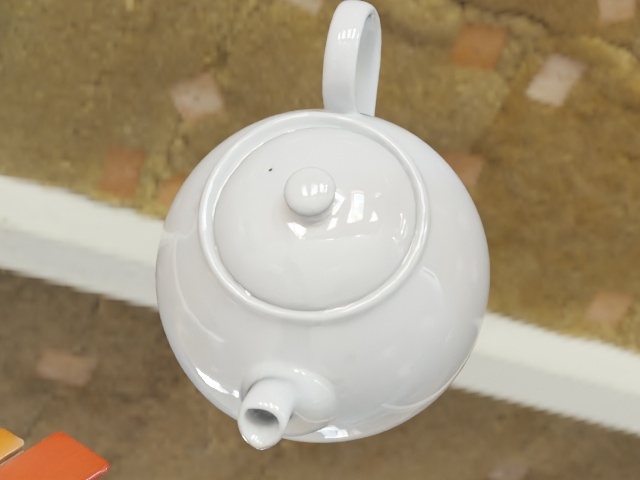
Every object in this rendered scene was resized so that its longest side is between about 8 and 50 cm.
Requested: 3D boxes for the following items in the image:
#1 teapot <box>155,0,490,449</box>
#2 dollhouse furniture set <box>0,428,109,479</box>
[{"bbox_3d":[0.000,0.000,1.215,0.252,0.256,0.187,-32,-25,-12],"label":"teapot"},{"bbox_3d":[-0.314,0.256,1.642,0.259,0.262,0.135,-33,-48,-35],"label":"dollhouse furniture set"}]
